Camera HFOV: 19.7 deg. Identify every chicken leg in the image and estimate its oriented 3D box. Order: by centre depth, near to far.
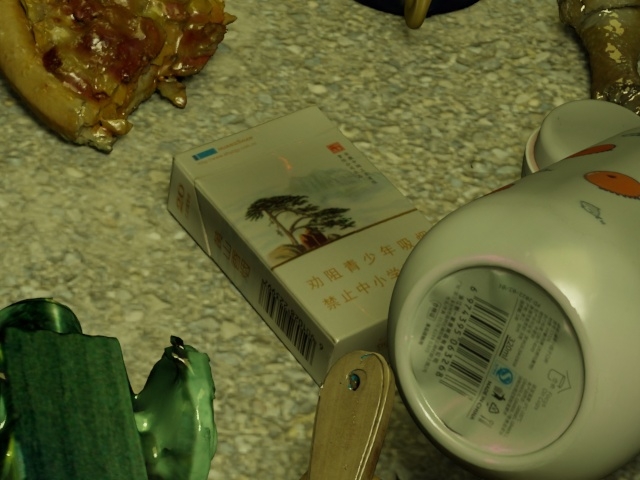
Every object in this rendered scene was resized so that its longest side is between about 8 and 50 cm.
[{"bbox_3d":[0.278,-0.199,1.736,0.125,0.080,0.196,29,46,0],"label":"chicken leg"}]

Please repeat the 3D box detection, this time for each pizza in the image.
[{"bbox_3d":[-0.184,-0.203,1.630,0.229,0.081,0.289,-3,48,-18],"label":"pizza"}]

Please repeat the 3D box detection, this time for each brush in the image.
[{"bbox_3d":[-0.014,0.218,1.153,0.070,0.065,0.327,-3,63,37],"label":"brush"}]

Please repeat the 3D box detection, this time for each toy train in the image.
[{"bbox_3d":[-0.151,0.249,1.044,0.179,0.272,0.442,7,41,-24],"label":"toy train"}]

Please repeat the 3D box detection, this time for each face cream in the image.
[{"bbox_3d":[0.226,-0.053,1.552,0.117,0.104,0.117,7,43,-6],"label":"face cream"}]

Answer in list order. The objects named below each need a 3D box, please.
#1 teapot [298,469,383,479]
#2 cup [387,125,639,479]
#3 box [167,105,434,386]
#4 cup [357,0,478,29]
[{"bbox_3d":[0.109,0.232,1.188,0.311,0.167,0.203,33,49,24],"label":"teapot"},{"bbox_3d":[0.191,0.044,1.299,0.212,0.212,0.317,34,28,22],"label":"cup"},{"bbox_3d":[-0.001,-0.001,1.480,0.149,0.067,0.233,-20,52,-31],"label":"box"},{"bbox_3d":[0.119,-0.335,1.713,0.178,0.256,0.255,-13,50,-23],"label":"cup"}]
